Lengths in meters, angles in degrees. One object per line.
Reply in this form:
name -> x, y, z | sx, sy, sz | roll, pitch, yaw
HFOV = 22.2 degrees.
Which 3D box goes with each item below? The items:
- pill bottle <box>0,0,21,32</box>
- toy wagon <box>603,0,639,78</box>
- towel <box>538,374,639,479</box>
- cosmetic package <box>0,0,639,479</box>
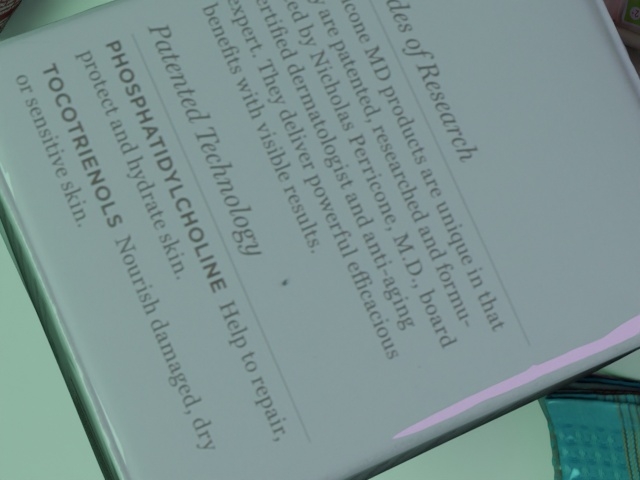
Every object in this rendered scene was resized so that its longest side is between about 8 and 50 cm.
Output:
pill bottle -> -0.404, -0.288, 1.637 | 0.392, 0.224, 0.224 | -45, 70, 42
toy wagon -> 0.270, -0.141, 1.124 | 0.267, 0.068, 0.344 | 28, 121, 37
towel -> 0.299, 0.290, 1.240 | 0.271, 0.040, 0.370 | 0, 102, 45
cosmetic package -> 0.000, 0.000, 1.126 | 0.329, 0.394, 0.327 | 120, 126, -75
